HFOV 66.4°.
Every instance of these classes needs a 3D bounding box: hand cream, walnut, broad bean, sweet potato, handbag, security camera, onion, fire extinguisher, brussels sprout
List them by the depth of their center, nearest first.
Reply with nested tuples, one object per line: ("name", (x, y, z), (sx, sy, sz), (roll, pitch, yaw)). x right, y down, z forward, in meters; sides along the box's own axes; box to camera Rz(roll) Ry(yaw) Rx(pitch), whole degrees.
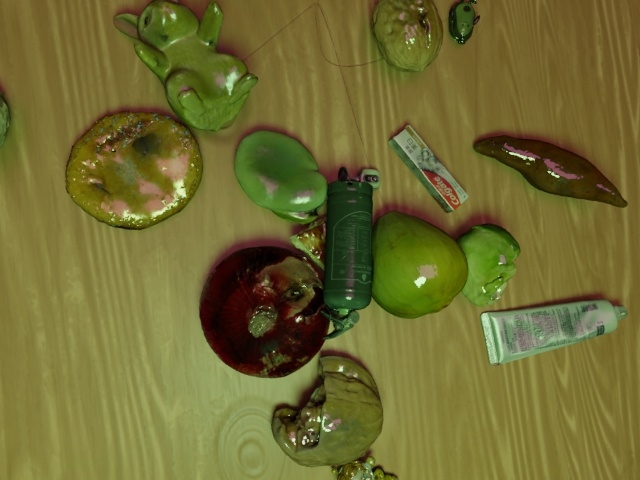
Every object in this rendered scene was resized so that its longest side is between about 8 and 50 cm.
("onion", (-0.102, 0.138, 0.960), (0.272, 0.195, 0.271), (1, 87, -11))
("fire extinguisher", (0.050, 0.037, 0.960), (0.115, 0.096, 0.310), (11, 75, -39))
("walnut", (0.033, 0.368, 0.997), (0.204, 0.141, 0.238), (40, 83, -9))
("broad bean", (-0.082, -0.133, 1.040), (0.169, 0.100, 0.227), (-30, 81, -15))
("brussels sprout", (0.356, 0.048, 1.074), (0.131, 0.183, 0.145), (-24, 52, -37))
("walnut", (0.194, -0.459, 1.083), (0.156, 0.155, 0.183), (-18, 84, -10))
("security camera", (0.091, -0.138, 1.090), (0.092, 0.058, 0.058), (-6, 87, -18))
("sweet potato", (0.535, -0.165, 1.135), (0.359, 0.112, 0.112), (29, 81, 11))
("hand cream", (0.546, 0.199, 1.139), (0.341, 0.078, 0.124), (-11, 88, -2))
("handbag", (0.338, -0.516, 1.158), (0.072, 0.047, 0.111), (8, 82, -8))

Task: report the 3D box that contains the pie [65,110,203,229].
("pie", (-0.378, -0.148, 1.000), (0.274, 0.069, 0.273), (1, 85, -11))

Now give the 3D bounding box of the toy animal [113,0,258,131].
("toy animal", (-0.289, -0.398, 0.976), (0.181, 0.180, 0.362), (-33, 93, -17))

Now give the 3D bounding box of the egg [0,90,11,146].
("egg", (-0.693, -0.214, 0.886), (0.203, 0.203, 0.245), (46, 58, -4))

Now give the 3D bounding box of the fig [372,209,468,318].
("fig", (0.182, 0.054, 1.020), (0.230, 0.207, 0.207), (35, 79, 34))

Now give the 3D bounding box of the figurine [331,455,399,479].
("figurine", (0.100, 0.505, 1.036), (0.143, 0.068, 0.101), (-5, 90, -22))

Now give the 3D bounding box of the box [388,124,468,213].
("box", (0.247, -0.162, 1.120), (0.055, 0.039, 0.218), (-40, 93, -11))

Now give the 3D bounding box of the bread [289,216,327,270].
("bread", (0.020, -0.010, 1.055), (0.154, 0.054, 0.135), (42, 75, -30))
